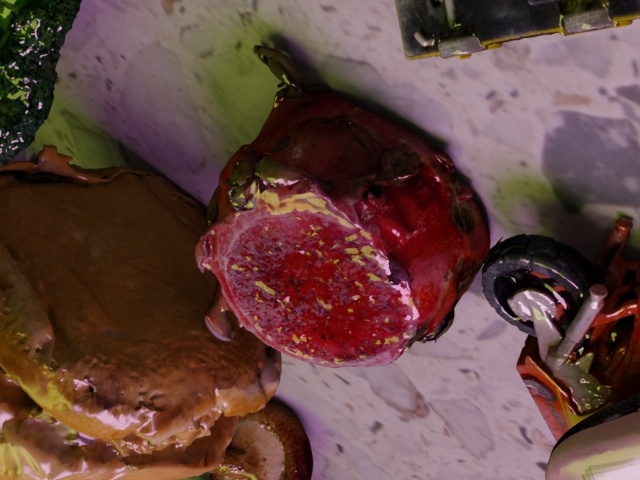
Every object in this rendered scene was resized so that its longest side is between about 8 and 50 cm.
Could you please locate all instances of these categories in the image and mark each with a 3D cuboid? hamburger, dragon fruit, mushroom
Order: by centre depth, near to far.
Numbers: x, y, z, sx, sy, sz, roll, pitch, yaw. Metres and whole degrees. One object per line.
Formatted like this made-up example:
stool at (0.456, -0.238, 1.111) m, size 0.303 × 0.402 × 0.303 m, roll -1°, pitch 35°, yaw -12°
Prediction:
dragon fruit at (0.000, 0.000, 1.022) m, size 0.211 × 0.147 × 0.282 m, roll -5°, pitch 131°, yaw 45°
hamburger at (-0.179, 0.064, 1.112) m, size 0.318 × 0.319 × 0.158 m, roll 40°, pitch 124°, yaw -7°
mushroom at (-0.062, 0.227, 1.377) m, size 0.127 × 0.087 × 0.127 m, roll -1°, pitch 88°, yaw 27°

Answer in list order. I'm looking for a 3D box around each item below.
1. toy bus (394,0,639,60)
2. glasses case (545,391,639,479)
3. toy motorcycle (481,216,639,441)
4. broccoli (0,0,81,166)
toy bus at (0.126, -0.151, 0.744) m, size 0.226 × 0.074 × 0.081 m, roll -3°, pitch 102°, yaw 57°
glasses case at (0.301, 0.130, 0.890) m, size 0.314 × 0.075 × 0.122 m, roll -23°, pitch 116°, yaw 20°
toy motorcycle at (0.231, 0.104, 0.996) m, size 0.171 × 0.089 × 0.298 m, roll -1°, pitch 131°, yaw 40°
broccoli at (-0.315, -0.168, 0.970) m, size 0.297 × 0.298 × 0.297 m, roll 20°, pitch 175°, yaw 22°
